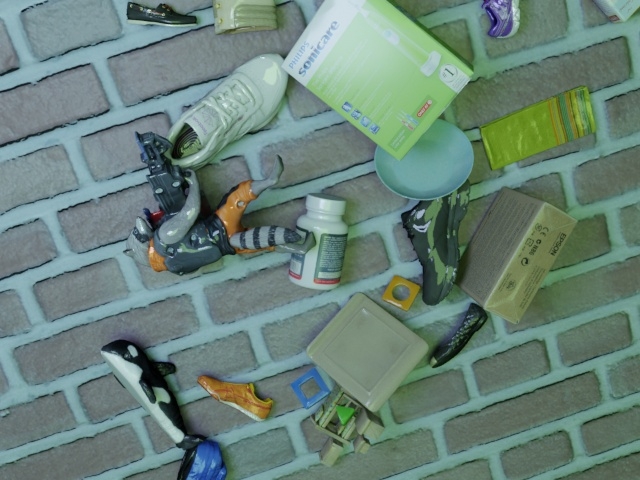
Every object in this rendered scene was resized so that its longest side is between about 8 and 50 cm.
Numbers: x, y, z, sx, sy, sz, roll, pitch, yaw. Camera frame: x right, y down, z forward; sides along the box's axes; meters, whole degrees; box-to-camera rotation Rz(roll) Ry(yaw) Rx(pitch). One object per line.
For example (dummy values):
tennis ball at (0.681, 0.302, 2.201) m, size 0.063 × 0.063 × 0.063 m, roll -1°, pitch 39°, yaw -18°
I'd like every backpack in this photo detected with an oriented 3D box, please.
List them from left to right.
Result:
backpack at (-0.254, 0.494, 1.365) m, size 0.101 × 0.098 × 0.120 m, roll 17°, pitch 88°, yaw -21°

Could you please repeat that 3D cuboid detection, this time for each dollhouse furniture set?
dollhouse furniture set at (0.033, 0.412, 1.340) m, size 0.101 × 0.161 × 0.182 m, roll 31°, pitch 97°, yaw -11°

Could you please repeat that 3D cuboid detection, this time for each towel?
towel at (0.454, -0.233, 1.310) m, size 0.237 × 0.021 × 0.102 m, roll -21°, pitch 103°, yaw -1°

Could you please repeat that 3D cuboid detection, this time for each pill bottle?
pill bottle at (0.000, 0.000, 1.271) m, size 0.108 × 0.108 × 0.180 m, roll 8°, pitch 102°, yaw -8°

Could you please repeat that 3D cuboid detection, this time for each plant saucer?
plant saucer at (0.205, -0.157, 1.257) m, size 0.195 × 0.037 × 0.194 m, roll -3°, pitch 64°, yaw 7°

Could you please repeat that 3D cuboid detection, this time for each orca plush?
orca plush at (-0.328, 0.303, 1.311) m, size 0.287 × 0.151 × 0.102 m, roll 50°, pitch 61°, yaw -6°

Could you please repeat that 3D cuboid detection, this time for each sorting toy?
sorting toy at (0.098, 0.230, 1.314) m, size 0.196 × 0.047 × 0.347 m, roll 38°, pitch 76°, yaw 23°

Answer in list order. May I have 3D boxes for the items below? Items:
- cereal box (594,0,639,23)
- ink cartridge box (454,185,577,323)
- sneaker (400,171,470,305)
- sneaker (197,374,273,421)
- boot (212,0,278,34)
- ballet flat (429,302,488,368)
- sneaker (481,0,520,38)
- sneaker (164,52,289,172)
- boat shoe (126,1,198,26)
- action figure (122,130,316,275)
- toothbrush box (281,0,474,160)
cereal box at (0.572, -0.574, 1.232) m, size 0.240 × 0.047 × 0.173 m, roll 42°, pitch 96°, yaw -13°
ink cartridge box at (0.382, 0.023, 1.272) m, size 0.088 × 0.193 × 0.234 m, roll 25°, pitch 99°, yaw -13°
sneaker at (0.227, -0.009, 1.306) m, size 0.130 × 0.109 × 0.286 m, roll 6°, pitch 93°, yaw -1°
sneaker at (-0.185, 0.328, 1.359) m, size 0.175 × 0.064 × 0.067 m, roll 31°, pitch 78°, yaw -17°
boot at (-0.205, -0.483, 1.152) m, size 0.262 × 0.095 × 0.203 m, roll -1°, pitch 104°, yaw -8°
ballet flat at (0.300, 0.213, 1.389) m, size 0.173 × 0.057 × 0.049 m, roll -49°, pitch 62°, yaw 5°
sneaker at (0.347, -0.480, 1.222) m, size 0.071 × 0.068 × 0.169 m, roll -7°, pitch 104°, yaw 2°
sneaker at (-0.175, -0.231, 1.179) m, size 0.305 × 0.152 × 0.114 m, roll -43°, pitch 98°, yaw 3°
boat shoe at (-0.296, -0.421, 1.176) m, size 0.133 × 0.049 × 0.042 m, roll 5°, pitch 110°, yaw -3°
action figure at (-0.208, -0.041, 1.125) m, size 0.330 × 0.178 × 0.341 m, roll -17°, pitch 140°, yaw 8°
toothbrush box at (0.107, -0.320, 1.156) m, size 0.283 × 0.122 × 0.206 m, roll 37°, pitch 114°, yaw -3°
